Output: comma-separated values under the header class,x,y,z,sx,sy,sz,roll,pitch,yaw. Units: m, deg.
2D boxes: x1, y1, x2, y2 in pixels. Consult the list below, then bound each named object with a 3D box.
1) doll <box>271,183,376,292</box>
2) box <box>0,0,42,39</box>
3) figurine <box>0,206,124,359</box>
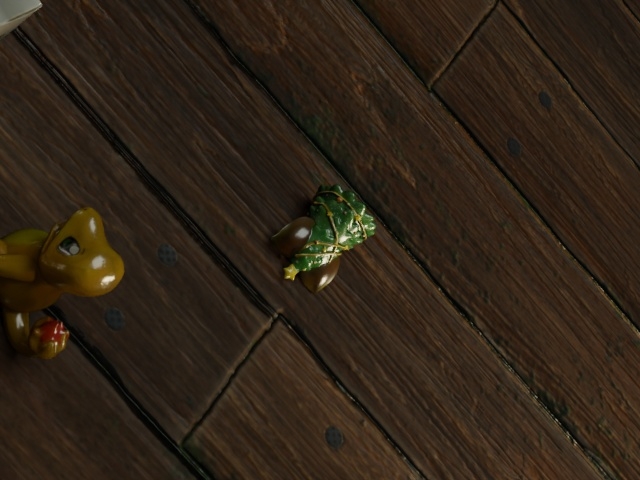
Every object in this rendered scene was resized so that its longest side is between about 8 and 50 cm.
class,x,y,z,sx,sy,sz,roll,pitch,yaw
doll,0.009,-0.004,1.988,0.078,0.077,0.113,53,46,-21
box,-0.365,-0.269,1.730,0.067,0.155,0.243,-33,92,-44
figurine,-0.232,0.041,1.692,0.121,0.176,0.122,2,81,-39
